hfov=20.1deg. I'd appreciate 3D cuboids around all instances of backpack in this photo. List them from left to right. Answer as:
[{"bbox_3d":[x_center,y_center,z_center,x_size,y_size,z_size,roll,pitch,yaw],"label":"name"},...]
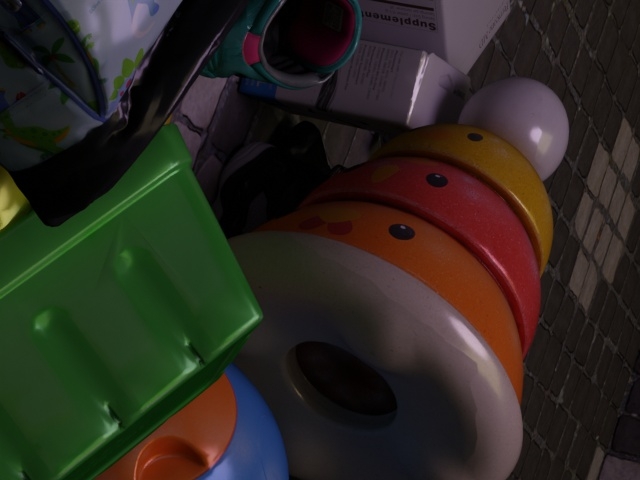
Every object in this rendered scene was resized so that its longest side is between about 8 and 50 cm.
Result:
[{"bbox_3d":[-0.210,-0.233,1.196,0.355,0.273,0.290,39,60,-14],"label":"backpack"}]

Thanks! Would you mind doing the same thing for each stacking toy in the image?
[{"bbox_3d":[0.110,-0.001,1.793,0.480,0.350,0.350,-56,149,-38],"label":"stacking toy"}]

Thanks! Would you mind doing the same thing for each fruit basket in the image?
[{"bbox_3d":[-0.274,0.025,1.384,0.392,0.392,0.283,-62,-177,-26],"label":"fruit basket"}]

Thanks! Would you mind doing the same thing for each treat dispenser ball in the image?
[{"bbox_3d":[-0.172,0.219,1.614,0.288,0.288,0.288,-41,138,-50],"label":"treat dispenser ball"}]

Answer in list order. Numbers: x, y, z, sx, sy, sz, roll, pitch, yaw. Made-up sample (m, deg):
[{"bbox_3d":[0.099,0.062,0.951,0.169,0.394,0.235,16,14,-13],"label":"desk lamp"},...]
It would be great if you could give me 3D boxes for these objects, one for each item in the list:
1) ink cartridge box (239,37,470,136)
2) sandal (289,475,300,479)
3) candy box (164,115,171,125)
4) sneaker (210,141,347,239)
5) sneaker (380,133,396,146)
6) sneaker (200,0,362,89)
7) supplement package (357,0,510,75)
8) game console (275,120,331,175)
[{"bbox_3d":[0.039,-0.168,1.942,0.148,0.203,0.086,16,88,-65],"label":"ink cartridge box"},{"bbox_3d":[-0.074,0.283,1.873,0.167,0.107,0.446,-54,-161,31],"label":"sandal"},{"bbox_3d":[-0.196,-0.103,1.667,0.206,0.027,0.105,-10,118,-68],"label":"candy box"},{"bbox_3d":[-0.054,0.030,1.902,0.101,0.153,0.268,27,78,-52],"label":"sneaker"},{"bbox_3d":[0.111,-0.178,2.254,0.075,0.063,0.170,65,41,-54],"label":"sneaker"},{"bbox_3d":[-0.030,-0.240,1.789,0.295,0.178,0.124,-47,143,-46],"label":"sneaker"},{"bbox_3d":[0.094,-0.338,1.996,0.177,0.175,0.293,-55,148,-38],"label":"supplement package"},{"bbox_3d":[0.000,0.000,2.145,0.213,0.044,0.361,-59,151,-34],"label":"game console"}]
